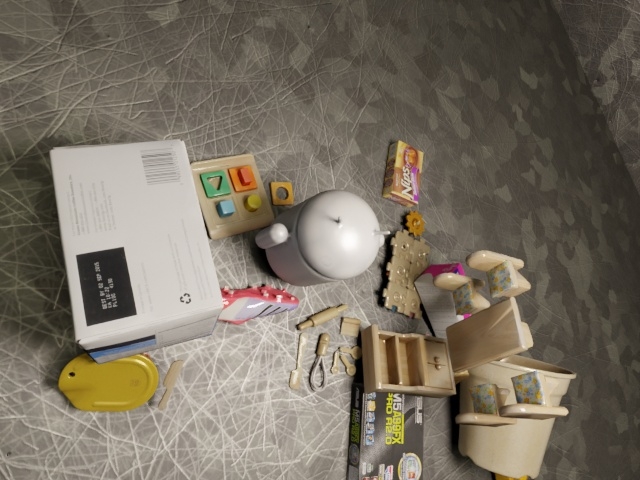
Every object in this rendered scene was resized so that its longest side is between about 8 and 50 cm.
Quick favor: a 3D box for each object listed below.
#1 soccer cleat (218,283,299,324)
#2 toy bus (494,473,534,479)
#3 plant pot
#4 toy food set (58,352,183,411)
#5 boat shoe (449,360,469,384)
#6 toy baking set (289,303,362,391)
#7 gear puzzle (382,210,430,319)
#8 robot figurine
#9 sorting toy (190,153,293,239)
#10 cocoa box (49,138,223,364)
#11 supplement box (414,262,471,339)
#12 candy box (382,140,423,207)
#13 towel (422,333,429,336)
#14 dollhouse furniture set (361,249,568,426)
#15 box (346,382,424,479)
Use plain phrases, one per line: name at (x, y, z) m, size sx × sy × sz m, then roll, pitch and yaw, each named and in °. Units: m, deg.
soccer cleat at (-0.169, 0.161, 1.045) m, size 0.247 × 0.083 × 0.095 m, roll 7°, pitch 106°, yaw -34°
toy bus at (0.616, 0.874, 1.336) m, size 0.130 × 0.108 × 0.333 m, roll -17°, pitch 89°, yaw -30°
plant pot at (0.544, 0.500, 1.275) m, size 0.333 × 0.333 × 0.306 m, roll 13°, pitch 85°, yaw -28°
toy food set at (-0.407, 0.276, 0.883) m, size 0.217 × 0.071 × 0.128 m, roll 13°, pitch 97°, yaw -26°
boat shoe at (0.378, 0.390, 1.269) m, size 0.062 × 0.170 × 0.059 m, roll 4°, pitch 57°, yaw -16°
toy baking set at (0.019, 0.286, 1.147) m, size 0.256 × 0.030 × 0.197 m, roll -14°, pitch 87°, yaw -32°
gear puzzle at (0.263, 0.061, 1.331) m, size 0.175 × 0.044 × 0.339 m, roll 23°, pitch 70°, yaw -33°
robot figurine at (0.000, 0.000, 1.005) m, size 0.299 × 0.353 × 0.200 m, roll 0°, pitch 80°, yaw -31°
sorting toy at (-0.214, -0.117, 1.082) m, size 0.347 × 0.047 × 0.196 m, roll -17°, pitch 89°, yaw -32°
cocoa box at (-0.343, 0.022, 0.815) m, size 0.231 × 0.228 × 0.347 m, roll -11°, pitch 70°, yaw -23°
supplement box at (0.392, 0.191, 1.318) m, size 0.111 × 0.113 × 0.220 m, roll -36°, pitch 107°, yaw -37°
candy box at (0.266, -0.213, 1.384) m, size 0.109 × 0.053 × 0.187 m, roll 20°, pitch 69°, yaw -26°
towel at (0.309, 0.323, 1.324) m, size 0.083 × 0.009 × 0.060 m, roll -6°, pitch 84°, yaw -31°
dollhouse furniture set at (0.310, 0.261, 1.063) m, size 0.256 × 0.394 × 0.362 m, roll 13°, pitch 56°, yaw -22°
box at (0.182, 0.533, 1.176) m, size 0.216 × 0.060 × 0.270 m, roll 13°, pitch 74°, yaw -27°
